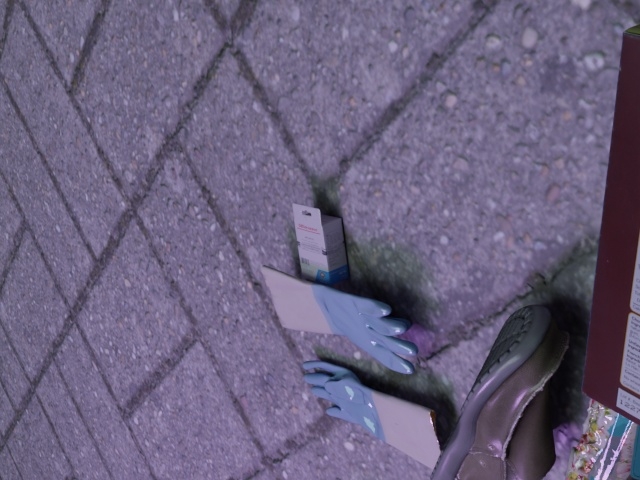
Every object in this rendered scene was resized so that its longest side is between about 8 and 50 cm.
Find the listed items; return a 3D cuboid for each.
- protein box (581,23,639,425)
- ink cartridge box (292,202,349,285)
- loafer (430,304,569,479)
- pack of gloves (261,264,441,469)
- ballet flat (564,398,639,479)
[{"bbox_3d":[0.255,-0.012,0.472,0.136,0.199,0.201,29,129,46],"label":"protein box"},{"bbox_3d":[0.000,0.000,0.972,0.048,0.028,0.083,15,120,49],"label":"ink cartridge box"},{"bbox_3d":[0.165,0.149,0.794,0.087,0.094,0.251,26,142,13],"label":"loafer"},{"bbox_3d":[0.046,0.122,0.982,0.232,0.046,0.195,15,131,53],"label":"pack of gloves"},{"bbox_3d":[0.230,0.166,0.724,0.077,0.091,0.241,-107,23,-55],"label":"ballet flat"}]
